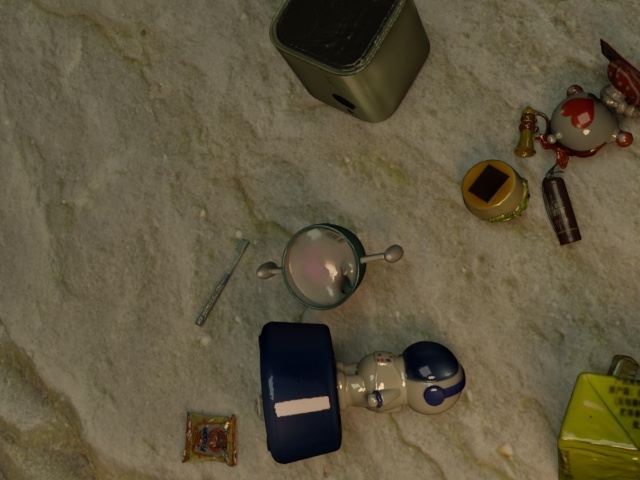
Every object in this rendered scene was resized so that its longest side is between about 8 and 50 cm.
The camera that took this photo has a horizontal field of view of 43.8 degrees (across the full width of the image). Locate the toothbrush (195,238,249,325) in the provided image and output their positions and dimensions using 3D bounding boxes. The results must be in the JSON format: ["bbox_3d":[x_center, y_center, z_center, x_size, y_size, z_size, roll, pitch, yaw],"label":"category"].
[{"bbox_3d":[-0.220,0.092,1.773,0.019,0.016,0.219,26,84,24],"label":"toothbrush"}]

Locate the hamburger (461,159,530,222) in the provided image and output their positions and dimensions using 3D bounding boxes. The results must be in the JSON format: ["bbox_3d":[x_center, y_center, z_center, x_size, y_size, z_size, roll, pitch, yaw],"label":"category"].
[{"bbox_3d":[0.355,-0.097,1.611,0.141,0.081,0.126,19,78,34],"label":"hamburger"}]

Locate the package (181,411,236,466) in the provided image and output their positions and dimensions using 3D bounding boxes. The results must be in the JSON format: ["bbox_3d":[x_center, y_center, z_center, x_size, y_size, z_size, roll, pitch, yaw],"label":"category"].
[{"bbox_3d":[-0.231,0.417,1.674,0.121,0.031,0.108,-2,74,18],"label":"package"}]

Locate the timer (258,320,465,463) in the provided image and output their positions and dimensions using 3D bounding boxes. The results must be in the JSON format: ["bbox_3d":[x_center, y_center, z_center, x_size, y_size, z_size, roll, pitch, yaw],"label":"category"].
[{"bbox_3d":[0.084,0.272,1.525,0.383,0.270,0.270,-6,72,0],"label":"timer"}]

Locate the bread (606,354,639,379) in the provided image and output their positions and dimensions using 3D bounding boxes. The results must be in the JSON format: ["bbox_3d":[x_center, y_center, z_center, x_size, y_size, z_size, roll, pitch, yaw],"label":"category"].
[{"bbox_3d":[0.553,0.254,1.469,0.049,0.033,0.088,20,85,8],"label":"bread"}]

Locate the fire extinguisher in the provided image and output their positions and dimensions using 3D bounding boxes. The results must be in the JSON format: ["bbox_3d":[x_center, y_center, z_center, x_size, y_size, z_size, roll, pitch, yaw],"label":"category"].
[{"bbox_3d":[0.473,-0.070,1.573,0.064,0.043,0.158,-31,69,56],"label":"fire extinguisher"}]

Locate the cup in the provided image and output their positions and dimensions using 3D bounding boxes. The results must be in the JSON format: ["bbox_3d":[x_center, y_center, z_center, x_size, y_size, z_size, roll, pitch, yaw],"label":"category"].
[{"bbox_3d":[0.020,0.044,1.614,0.300,0.173,0.167,-7,94,15],"label":"cup"}]

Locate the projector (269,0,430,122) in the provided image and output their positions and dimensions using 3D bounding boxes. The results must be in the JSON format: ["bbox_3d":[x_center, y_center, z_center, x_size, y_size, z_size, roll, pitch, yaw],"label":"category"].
[{"bbox_3d":[0.069,-0.433,1.709,0.248,0.249,0.248,29,85,23],"label":"projector"}]

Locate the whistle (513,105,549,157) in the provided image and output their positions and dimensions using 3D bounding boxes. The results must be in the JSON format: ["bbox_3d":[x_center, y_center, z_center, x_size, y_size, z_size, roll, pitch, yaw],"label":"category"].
[{"bbox_3d":[0.438,-0.228,1.644,0.057,0.046,0.109,3,69,34],"label":"whistle"}]

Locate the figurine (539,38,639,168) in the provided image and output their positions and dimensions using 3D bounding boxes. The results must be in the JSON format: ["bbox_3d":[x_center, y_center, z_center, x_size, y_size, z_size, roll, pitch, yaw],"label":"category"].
[{"bbox_3d":[0.540,-0.242,1.570,0.226,0.160,0.183,-47,75,15],"label":"figurine"}]

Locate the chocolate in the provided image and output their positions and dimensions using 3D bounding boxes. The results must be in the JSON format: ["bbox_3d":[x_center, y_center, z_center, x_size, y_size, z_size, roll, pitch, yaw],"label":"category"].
[{"bbox_3d":[0.545,0.335,1.311,0.289,0.301,0.137,5,62,19],"label":"chocolate"}]
